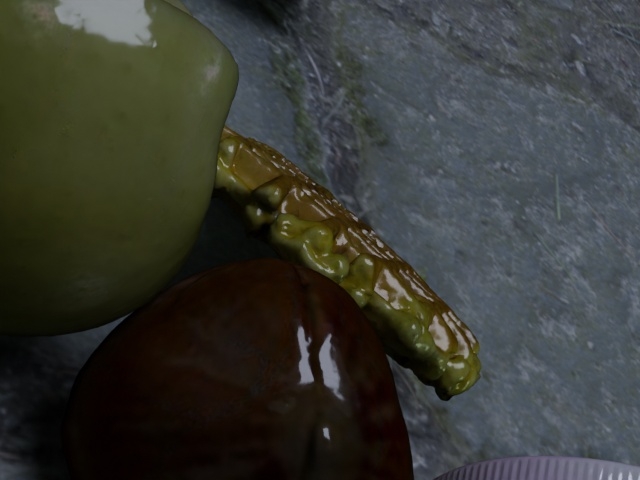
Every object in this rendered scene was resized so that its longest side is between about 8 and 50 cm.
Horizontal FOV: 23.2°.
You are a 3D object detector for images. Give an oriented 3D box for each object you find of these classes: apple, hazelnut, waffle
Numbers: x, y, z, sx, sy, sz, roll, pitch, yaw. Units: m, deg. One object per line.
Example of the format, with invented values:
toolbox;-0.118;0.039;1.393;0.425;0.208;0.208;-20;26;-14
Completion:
apple;-0.193;-0.061;0.921;0.258;0.233;0.295;4;10;-15
hazelnut;-0.035;0.129;0.950;0.229;0.229;0.229;29;40;-28
waffle;0.004;0.003;1.146;0.281;0.058;0.301;44;4;30

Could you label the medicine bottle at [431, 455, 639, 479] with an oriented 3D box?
medicine bottle;0.154;0.292;0.945;0.252;0.252;0.241;31;53;-26
